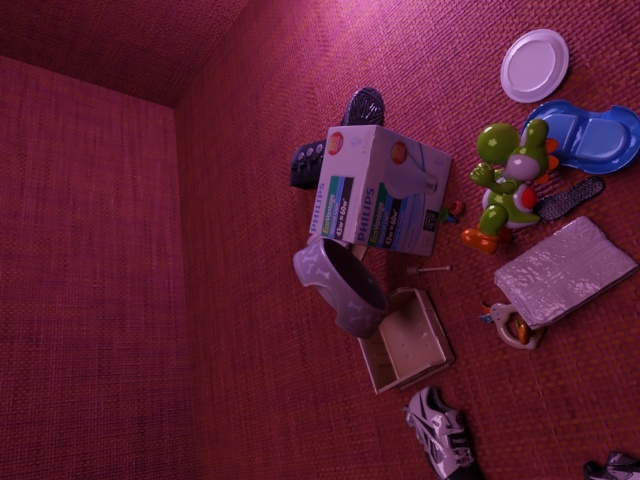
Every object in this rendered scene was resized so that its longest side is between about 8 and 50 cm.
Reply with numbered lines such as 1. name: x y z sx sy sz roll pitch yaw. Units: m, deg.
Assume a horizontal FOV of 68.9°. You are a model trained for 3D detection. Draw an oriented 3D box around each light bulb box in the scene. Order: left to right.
1. light bulb box: 0.197 -0.153 1.510 0.225 0.361 0.357 14 94 51

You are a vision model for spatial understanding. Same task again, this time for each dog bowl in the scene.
1. dog bowl: 0.076 0.135 1.449 0.102 0.349 0.348 -44 50 15
2. dog bowl: 0.665 -0.258 1.188 0.297 0.074 0.165 30 106 49

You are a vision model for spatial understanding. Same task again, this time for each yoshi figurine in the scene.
1. yoshi figurine: 0.473 -0.160 1.250 0.203 0.203 0.361 -102 20 -58

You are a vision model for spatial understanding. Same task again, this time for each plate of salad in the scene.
1. plate of salad: 0.608 -0.492 1.325 0.200 0.048 0.199 7 99 53

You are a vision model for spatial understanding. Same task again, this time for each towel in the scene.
1. towel: 0.594 0.079 1.159 0.282 0.049 0.187 -38 52 13

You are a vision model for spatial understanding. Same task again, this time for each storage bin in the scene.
1. storage bin: 0.265 0.325 1.520 0.260 0.123 0.262 -43 51 38

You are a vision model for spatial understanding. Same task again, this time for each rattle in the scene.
1. rattle: 0.485 0.226 1.264 0.200 0.143 0.130 30 130 41

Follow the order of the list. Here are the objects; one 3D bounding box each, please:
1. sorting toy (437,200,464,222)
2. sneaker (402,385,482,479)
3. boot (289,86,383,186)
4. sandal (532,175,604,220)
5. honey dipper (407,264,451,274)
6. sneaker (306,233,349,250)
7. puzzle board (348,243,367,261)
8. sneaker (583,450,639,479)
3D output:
1. sorting toy: 0.421 -0.083 1.484 0.102 0.042 0.061 -39 38 54
2. sneaker: 0.370 0.569 1.343 0.330 0.123 0.146 54 125 41
3. boot: 0.048 -0.407 1.934 0.445 0.146 0.366 -9 57 62
4. sandal: 0.646 -0.103 1.215 0.179 0.040 0.067 -31 64 27
5. honey dipper: 0.357 0.097 1.529 0.161 0.031 0.030 -7 77 47
6. sneaker: 0.091 -0.021 1.823 0.305 0.114 0.152 -36 85 33
7. puzzle board: 0.156 0.004 1.807 0.096 0.011 0.128 42 114 47
8. sneaker: 0.680 0.511 1.012 0.234 0.078 0.106 -37 58 43
